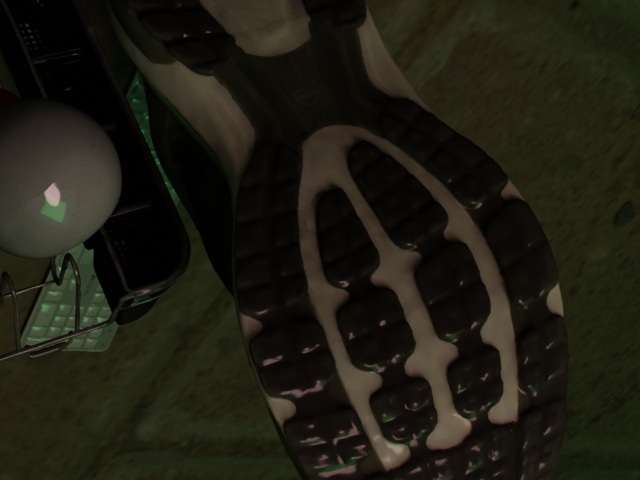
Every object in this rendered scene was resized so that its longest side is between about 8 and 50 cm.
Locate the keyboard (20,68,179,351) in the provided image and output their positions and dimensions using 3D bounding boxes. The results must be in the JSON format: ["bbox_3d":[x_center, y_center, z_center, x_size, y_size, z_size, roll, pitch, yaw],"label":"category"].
[{"bbox_3d":[-0.136,-0.016,0.873,0.072,0.014,0.256,0,132,-40],"label":"keyboard"}]

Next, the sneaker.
[{"bbox_3d":[0.000,0.000,0.682,0.158,0.410,0.182,-14,150,-14],"label":"sneaker"}]

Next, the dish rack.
[{"bbox_3d":[-0.225,-0.016,0.641,0.271,0.208,0.074,-18,157,-22],"label":"dish rack"}]

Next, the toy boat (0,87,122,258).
[{"bbox_3d":[-0.113,-0.158,0.538,0.267,0.148,0.318,2,105,-42],"label":"toy boat"}]
